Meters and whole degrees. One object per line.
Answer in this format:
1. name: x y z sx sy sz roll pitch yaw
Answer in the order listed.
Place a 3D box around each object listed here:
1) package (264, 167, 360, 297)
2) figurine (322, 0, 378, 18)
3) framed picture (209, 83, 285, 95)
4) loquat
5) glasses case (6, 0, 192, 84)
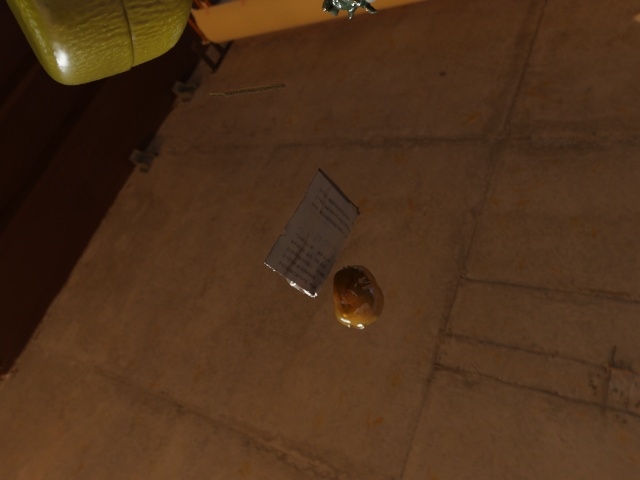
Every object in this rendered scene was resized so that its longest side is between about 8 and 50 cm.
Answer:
1. package: 0.000 0.000 1.002 0.062 0.251 0.204 22 -100 24
2. figurine: 0.046 -0.540 0.835 0.186 0.382 0.261 13 -109 16
3. framed picture: -0.175 -0.350 1.197 0.136 0.010 0.201 -15 -160 -17
4. loquat: 0.075 0.117 1.091 0.113 0.137 0.137 -17 -128 23
5. glasses case: -0.210 -0.308 0.357 0.141 0.371 0.173 -29 -175 -20
